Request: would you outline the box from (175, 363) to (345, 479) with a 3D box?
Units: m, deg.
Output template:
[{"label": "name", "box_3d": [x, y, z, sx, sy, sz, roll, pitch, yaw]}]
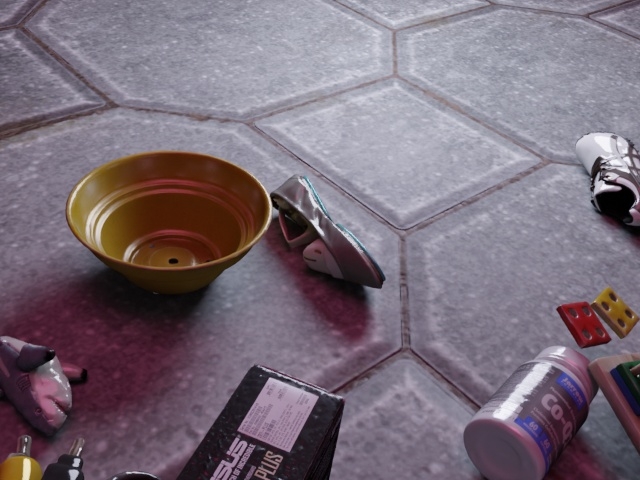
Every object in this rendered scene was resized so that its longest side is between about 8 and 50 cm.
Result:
[{"label": "box", "box_3d": [-0.056, 0.206, 0.522, 0.077, 0.147, 0.180, 19, 40, 14]}]

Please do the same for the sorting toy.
[{"label": "sorting toy", "box_3d": [0.332, 0.149, 0.686, 0.132, 0.046, 0.274, 1, 52, -35]}]

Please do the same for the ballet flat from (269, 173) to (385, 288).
[{"label": "ballet flat", "box_3d": [0.000, 0.000, 0.871, 0.068, 0.072, 0.213, -33, 47, -5]}]

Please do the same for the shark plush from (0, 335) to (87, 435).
[{"label": "shark plush", "box_3d": [-0.294, 0.120, 0.668, 0.161, 0.073, 0.067, 19, 69, 7]}]

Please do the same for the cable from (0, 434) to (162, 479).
[{"label": "cable", "box_3d": [-0.188, 0.241, 0.494, 0.139, 0.072, 0.287, 19, 28, -7]}]

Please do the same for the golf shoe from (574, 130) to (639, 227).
[{"label": "golf shoe", "box_3d": [0.411, -0.090, 1.036, 0.094, 0.077, 0.198, -10, 40, -21]}]

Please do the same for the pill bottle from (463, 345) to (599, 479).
[{"label": "pill bottle", "box_3d": [0.200, 0.159, 0.681, 0.078, 0.078, 0.137, 32, 45, 27]}]

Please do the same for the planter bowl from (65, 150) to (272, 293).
[{"label": "planter bowl", "box_3d": [-0.164, -0.006, 0.815, 0.217, 0.090, 0.217, 4, 39, -4]}]
